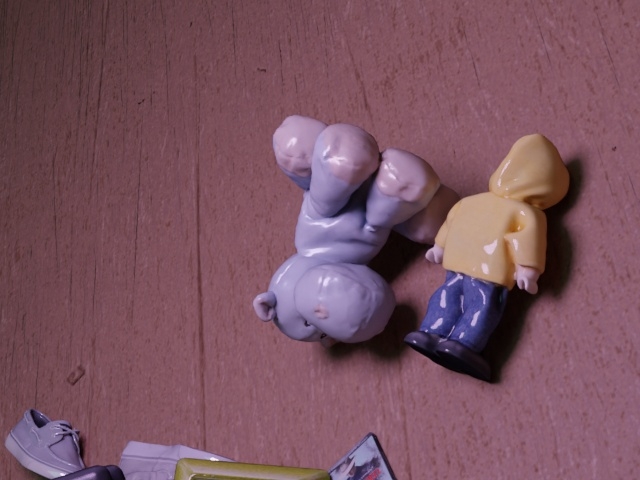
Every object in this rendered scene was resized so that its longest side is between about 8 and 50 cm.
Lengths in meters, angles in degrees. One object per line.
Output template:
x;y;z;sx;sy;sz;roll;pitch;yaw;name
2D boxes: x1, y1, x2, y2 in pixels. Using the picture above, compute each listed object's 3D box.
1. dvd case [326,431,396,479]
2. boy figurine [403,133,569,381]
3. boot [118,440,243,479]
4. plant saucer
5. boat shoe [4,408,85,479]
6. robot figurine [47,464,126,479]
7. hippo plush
0.049;0.290;1.667;0.087;0.013;0.119;-44;36;15;dvd case
0.194;0.011;1.655;0.177;0.092;0.285;8;69;51;boy figurine
-0.185;0.330;1.851;0.258;0.095;0.123;-8;62;55;boot
-0.094;0.342;1.663;0.188;0.045;0.188;3;66;10;plant saucer
-0.394;0.298;2.107;0.227;0.079;0.081;18;82;56;boat shoe
-0.261;0.415;1.731;0.173;0.209;0.278;-26;77;43;robot figurine
0.000;0.000;1.760;0.294;0.234;0.236;8;68;50;hippo plush
